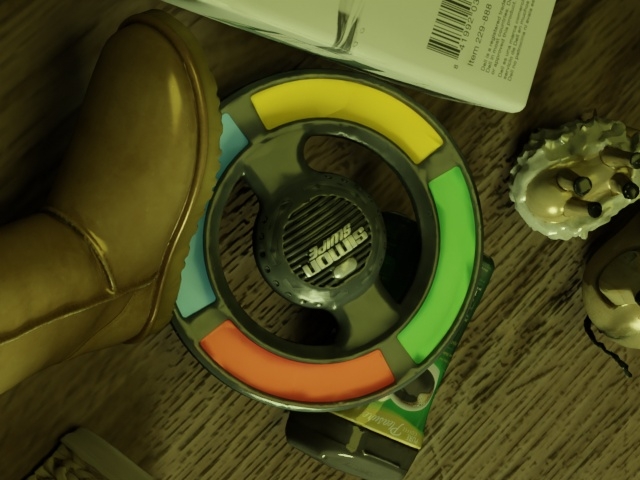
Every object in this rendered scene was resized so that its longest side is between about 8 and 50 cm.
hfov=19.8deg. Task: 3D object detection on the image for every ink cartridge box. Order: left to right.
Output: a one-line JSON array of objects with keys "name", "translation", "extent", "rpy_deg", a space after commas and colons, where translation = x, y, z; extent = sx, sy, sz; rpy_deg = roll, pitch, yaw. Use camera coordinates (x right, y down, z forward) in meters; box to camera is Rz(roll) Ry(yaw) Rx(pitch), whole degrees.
[{"name": "ink cartridge box", "translation": [0.025, -0.222, 1.172], "extent": [0.289, 0.121, 0.211], "rpy_deg": [16, 92, -41]}]

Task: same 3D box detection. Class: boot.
[{"name": "boot", "translation": [-0.180, 0.006, 1.032], "extent": [0.269, 0.089, 0.236], "rpy_deg": [-24, 131, -46]}]

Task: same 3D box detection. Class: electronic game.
[{"name": "electronic game", "translation": [0.000, 0.000, 1.214], "extent": [0.229, 0.048, 0.229], "rpy_deg": [-1, 92, -17]}]

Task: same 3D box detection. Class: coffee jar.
[{"name": "coffee jar", "translation": [0.048, 0.078, 1.304], "extent": [0.096, 0.079, 0.184], "rpy_deg": [27, 83, -40]}]

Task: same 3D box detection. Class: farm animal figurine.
[{"name": "farm animal figurine", "translation": [0.339, -0.015, 1.463], "extent": [0.327, 0.172, 0.330], "rpy_deg": [-33, 109, -7]}]

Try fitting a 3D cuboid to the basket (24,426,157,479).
[{"name": "basket", "translation": [-0.124, 0.209, 1.146], "extent": [0.103, 0.167, 0.113], "rpy_deg": [-42, 125, -15]}]
